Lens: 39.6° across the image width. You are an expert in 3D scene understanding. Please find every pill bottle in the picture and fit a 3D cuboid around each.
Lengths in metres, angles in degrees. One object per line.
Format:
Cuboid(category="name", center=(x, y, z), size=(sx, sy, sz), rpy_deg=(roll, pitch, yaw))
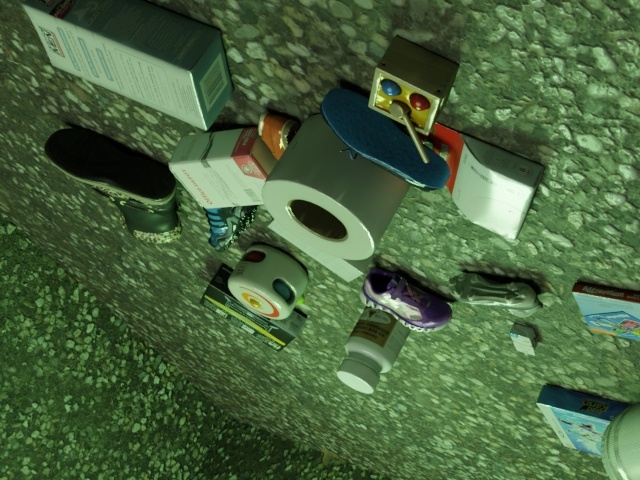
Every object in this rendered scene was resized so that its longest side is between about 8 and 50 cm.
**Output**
Cuboid(category="pill bottle", center=(0.136, 0.258, 2.220), size=(0.131, 0.229, 0.131), rpy_deg=(25, 156, 12))

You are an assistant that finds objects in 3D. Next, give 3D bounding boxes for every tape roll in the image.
Cuboid(category="tape roll", center=(0.032, -0.100, 1.696), size=(0.246, 0.169, 0.246), rpy_deg=(26, 157, 12))

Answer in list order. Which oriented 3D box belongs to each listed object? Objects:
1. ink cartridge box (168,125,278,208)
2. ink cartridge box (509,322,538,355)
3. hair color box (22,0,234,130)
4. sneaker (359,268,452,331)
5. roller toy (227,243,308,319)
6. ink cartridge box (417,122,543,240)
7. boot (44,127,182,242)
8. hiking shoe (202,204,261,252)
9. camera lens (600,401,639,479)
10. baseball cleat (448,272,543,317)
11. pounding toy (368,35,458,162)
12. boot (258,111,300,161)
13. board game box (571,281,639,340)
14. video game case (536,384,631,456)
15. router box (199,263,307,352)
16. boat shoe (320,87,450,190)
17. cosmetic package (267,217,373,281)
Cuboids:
Cuboid(category="ink cartridge box", center=(-0.190, -0.152, 1.902), size=(0.217, 0.092, 0.159), rpy_deg=(-4, 141, 30))
Cuboid(category="ink cartridge box", center=(0.463, 0.225, 2.016), size=(0.048, 0.028, 0.083), rpy_deg=(15, 152, 34))
Cuboid(category="hair color box", center=(-0.363, -0.367, 1.702), size=(0.374, 0.114, 0.185), rpy_deg=(24, 156, 15))
Cuboid(category="sneaker", center=(0.196, 0.132, 2.080), size=(0.236, 0.095, 0.105), rpy_deg=(22, 148, 22))
Cuboid(category="roller toy", center=(-0.146, 0.116, 2.377), size=(0.209, 0.146, 0.191), rpy_deg=(28, 156, 8))
Cuboid(category="ink cartridge box", center=(0.260, -0.106, 1.559), size=(0.232, 0.066, 0.189), rpy_deg=(21, 155, 12))
Cuboid(category="boot", center=(-0.535, -0.137, 2.361), size=(0.377, 0.138, 0.284), rpy_deg=(20, 155, 11))
Cuboid(category="hiking shoe", center=(-0.231, -0.077, 2.168), size=(0.132, 0.113, 0.304), rpy_deg=(41, 149, 2))
Cuboid(category="camera lens", center=(0.741, 0.432, 1.860), size=(0.219, 0.219, 0.274), rpy_deg=(30, 157, 2))
Cuboid(category="baseball cleat", center=(0.368, 0.123, 1.873), size=(0.205, 0.072, 0.109), rpy_deg=(11, 157, 46))
Cuboid(category="pounding toy", center=(0.145, -0.220, 1.403), size=(0.130, 0.100, 0.141), rpy_deg=(28, 157, 8))
Cuboid(category="boot", center=(-0.082, -0.196, 1.791), size=(0.084, 0.059, 0.158), rpy_deg=(25, 148, 20))
Cuboid(category="board game box", center=(0.626, 0.149, 1.669), size=(0.281, 0.027, 0.145), rpy_deg=(10, 148, 40))
Cuboid(category="video game case", center=(0.697, 0.465, 2.185), size=(0.269, 0.061, 0.244), rpy_deg=(9, 150, 41))
Cuboid(category="router box", center=(-0.212, 0.214, 2.741), size=(0.308, 0.081, 0.243), rpy_deg=(32, 157, -4))
Cuboid(category="boat shoe", center=(0.103, -0.162, 1.558), size=(0.258, 0.109, 0.089), rpy_deg=(41, 173, -1))
Cuboid(category="cosmetic package", center=(0.000, 0.000, 2.076), size=(0.239, 0.060, 0.099), rpy_deg=(35, 155, -10))
